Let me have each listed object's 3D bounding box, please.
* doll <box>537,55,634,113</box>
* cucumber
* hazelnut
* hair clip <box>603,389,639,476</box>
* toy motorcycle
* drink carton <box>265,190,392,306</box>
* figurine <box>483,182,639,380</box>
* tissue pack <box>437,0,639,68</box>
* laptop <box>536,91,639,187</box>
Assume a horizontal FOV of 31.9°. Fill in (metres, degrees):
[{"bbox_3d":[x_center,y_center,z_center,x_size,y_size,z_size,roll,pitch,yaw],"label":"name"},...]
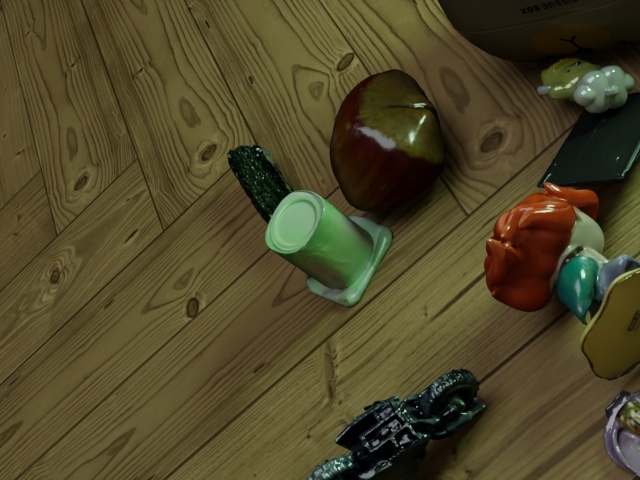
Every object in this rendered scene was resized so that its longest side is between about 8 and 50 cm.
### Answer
[{"bbox_3d":[0.374,-0.223,1.582,0.106,0.062,0.162,-22,23,-10],"label":"doll"},{"bbox_3d":[-0.087,-0.081,1.935,0.077,0.077,0.265,-44,42,11],"label":"cucumber"},{"bbox_3d":[0.102,-0.149,1.747,0.181,0.181,0.212,-6,56,7],"label":"hazelnut"},{"bbox_3d":[0.445,0.255,1.218,0.358,0.095,0.110,-137,50,-58],"label":"hair clip"},{"bbox_3d":[0.103,0.275,1.475,0.270,0.159,0.106,-35,52,-2],"label":"toy motorcycle"},{"bbox_3d":[0.000,0.000,1.745,0.144,0.142,0.146,19,79,49],"label":"drink carton"},{"bbox_3d":[0.308,0.027,1.396,0.208,0.181,0.257,-31,40,-9],"label":"figurine"},{"bbox_3d":[0.364,-0.413,1.601,0.387,0.277,0.267,-6,52,39],"label":"tissue pack"},{"bbox_3d":[0.386,-0.140,1.521,0.135,0.016,0.197,-3,39,43],"label":"laptop"}]
